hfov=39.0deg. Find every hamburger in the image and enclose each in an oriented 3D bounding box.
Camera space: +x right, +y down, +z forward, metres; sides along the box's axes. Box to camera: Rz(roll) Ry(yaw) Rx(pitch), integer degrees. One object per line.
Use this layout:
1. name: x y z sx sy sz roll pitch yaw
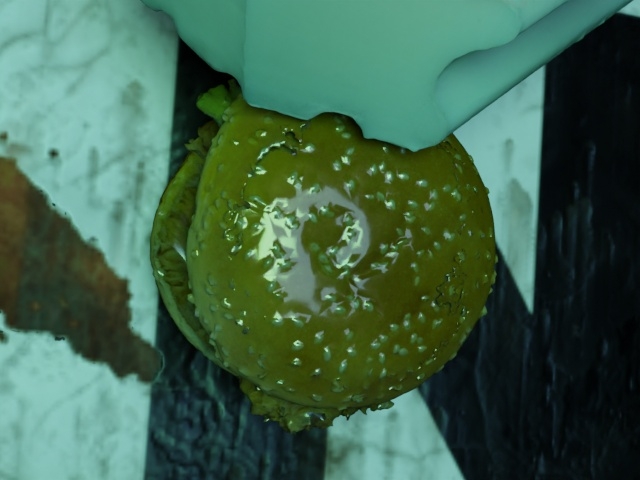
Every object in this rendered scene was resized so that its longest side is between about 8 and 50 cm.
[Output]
1. hamburger: 0.002 0.009 0.486 0.182 0.118 0.190 18 86 -15

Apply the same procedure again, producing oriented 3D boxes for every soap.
1. soap: 0.065 -0.167 0.461 0.173 0.095 0.289 45 55 13
